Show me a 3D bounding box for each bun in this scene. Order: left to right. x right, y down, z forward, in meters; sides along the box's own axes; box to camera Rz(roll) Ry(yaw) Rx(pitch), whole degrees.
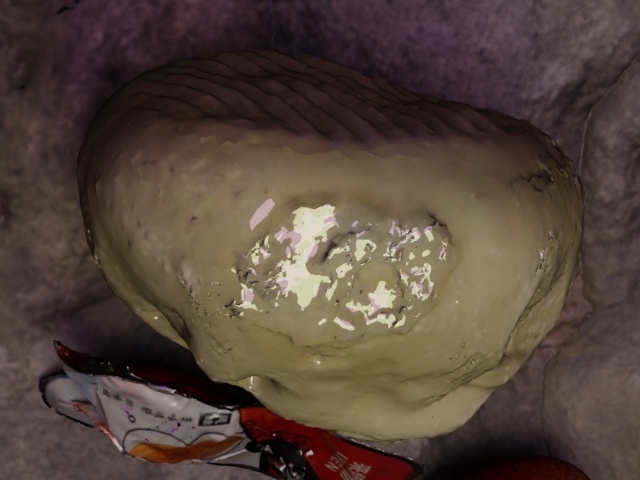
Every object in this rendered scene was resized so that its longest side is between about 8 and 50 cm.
[{"bbox_3d":[0.000,0.000,1.065,0.326,0.362,0.234,23,104,26],"label":"bun"}]

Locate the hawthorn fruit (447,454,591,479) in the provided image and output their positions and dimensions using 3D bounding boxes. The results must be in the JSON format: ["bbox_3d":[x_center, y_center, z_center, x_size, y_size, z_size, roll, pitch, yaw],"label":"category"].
[{"bbox_3d":[0.136,0.249,1.245,0.188,0.169,0.169,0,102,-11],"label":"hawthorn fruit"}]

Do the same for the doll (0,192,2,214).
[{"bbox_3d":[-0.326,-0.012,1.071,0.196,0.152,0.256,-39,113,10],"label":"doll"}]

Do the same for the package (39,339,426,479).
[{"bbox_3d":[-0.070,0.135,1.166,0.269,0.194,0.071,16,75,-7],"label":"package"}]
